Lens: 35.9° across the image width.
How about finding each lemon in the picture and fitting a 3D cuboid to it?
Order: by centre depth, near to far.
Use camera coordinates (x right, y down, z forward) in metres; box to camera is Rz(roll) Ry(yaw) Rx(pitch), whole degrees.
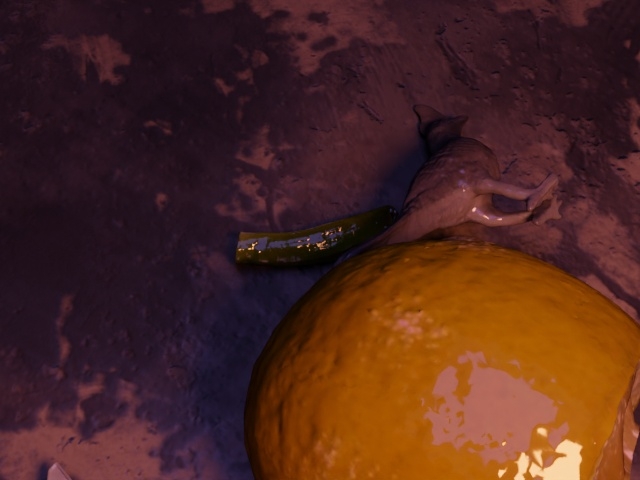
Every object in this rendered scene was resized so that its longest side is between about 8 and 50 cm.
[{"bbox_3d":[0.093,0.158,0.861,0.365,0.364,0.364,1,58,-1],"label":"lemon"}]

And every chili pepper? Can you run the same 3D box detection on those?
[{"bbox_3d":[0.000,0.000,1.129,0.202,0.050,0.051,-10,96,-10],"label":"chili pepper"}]

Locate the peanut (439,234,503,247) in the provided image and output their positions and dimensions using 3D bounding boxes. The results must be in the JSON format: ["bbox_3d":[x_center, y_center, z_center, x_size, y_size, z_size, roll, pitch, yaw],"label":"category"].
[{"bbox_3d":[0.128,0.033,1.094,0.175,0.080,0.080,-1,58,1],"label":"peanut"}]

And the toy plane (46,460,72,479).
[{"bbox_3d":[-0.271,0.325,0.886,0.251,0.101,0.255,18,59,23],"label":"toy plane"}]

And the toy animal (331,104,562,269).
[{"bbox_3d":[0.161,-0.051,1.094,0.206,0.081,0.367,8,37,17],"label":"toy animal"}]
